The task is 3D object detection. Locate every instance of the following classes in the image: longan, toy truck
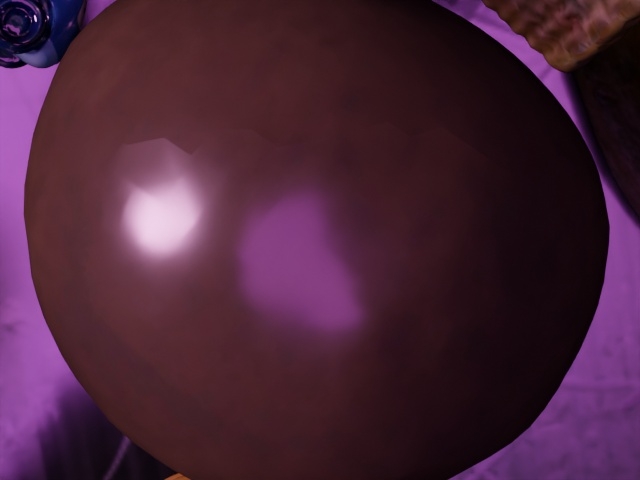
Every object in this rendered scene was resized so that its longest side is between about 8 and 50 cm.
[{"bbox_3d":[0.000,0.000,0.607,0.220,0.196,0.196,27,97,-22],"label":"longan"},{"bbox_3d":[-0.100,-0.112,0.648,0.090,0.056,0.073,-34,96,-12],"label":"toy truck"}]

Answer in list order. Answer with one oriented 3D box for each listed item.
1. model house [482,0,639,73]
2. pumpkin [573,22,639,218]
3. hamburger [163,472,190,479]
[{"bbox_3d":[0.050,-0.160,0.552,0.214,0.195,0.189,13,76,-14],"label":"model house"},{"bbox_3d":[0.195,-0.112,0.630,0.169,0.148,0.312,1,96,-10],"label":"pumpkin"},{"bbox_3d":[-0.045,0.190,0.658,0.237,0.149,0.237,-2,109,-6],"label":"hamburger"}]
